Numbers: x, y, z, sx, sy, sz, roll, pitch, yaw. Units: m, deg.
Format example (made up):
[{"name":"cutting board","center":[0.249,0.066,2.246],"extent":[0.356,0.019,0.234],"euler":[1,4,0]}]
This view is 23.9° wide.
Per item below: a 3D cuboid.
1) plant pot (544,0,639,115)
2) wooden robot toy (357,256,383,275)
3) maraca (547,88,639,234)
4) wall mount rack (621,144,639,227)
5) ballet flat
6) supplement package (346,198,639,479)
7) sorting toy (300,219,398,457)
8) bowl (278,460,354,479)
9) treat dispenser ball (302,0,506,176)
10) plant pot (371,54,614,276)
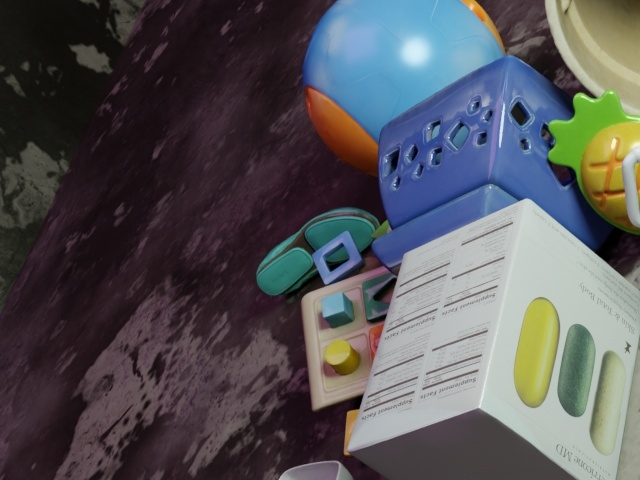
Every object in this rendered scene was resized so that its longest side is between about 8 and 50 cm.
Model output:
[{"name":"plant pot","center":[0.419,-0.338,1.731],"extent":[0.334,0.334,0.305],"euler":[-42,15,24]},{"name":"wooden robot toy","center":[0.072,0.054,2.079],"extent":[0.173,0.079,0.076],"euler":[-53,24,1]},{"name":"maraca","center":[0.336,-0.084,1.663],"extent":[0.127,0.186,0.099],"euler":[-49,0,22]},{"name":"wall mount rack","center":[0.469,-0.042,1.439],"extent":[0.304,0.130,0.350],"euler":[-14,27,-6]},{"name":"ballet flat","center":[0.000,0.000,2.291],"extent":[0.247,0.083,0.087],"euler":[-32,17,36]},{"name":"supplement package","center":[0.191,0.139,1.593],"extent":[0.198,0.199,0.262],"euler":[-27,35,45]},{"name":"sorting toy","center":[0.057,0.113,1.957],"extent":[0.196,0.047,0.347],"euler":[-23,50,20]},{"name":"bowl","center":[-0.015,0.348,1.869],"extent":[0.142,0.053,0.142],"euler":[-21,38,51]},{"name":"treat dispenser ball","center":[0.118,-0.226,2.114],"extent":[0.288,0.288,0.288],"euler":[-41,26,26]},{"name":"plant pot","center":[0.207,-0.039,1.779],"extent":[0.236,0.236,0.212],"euler":[-26,41,45]}]
